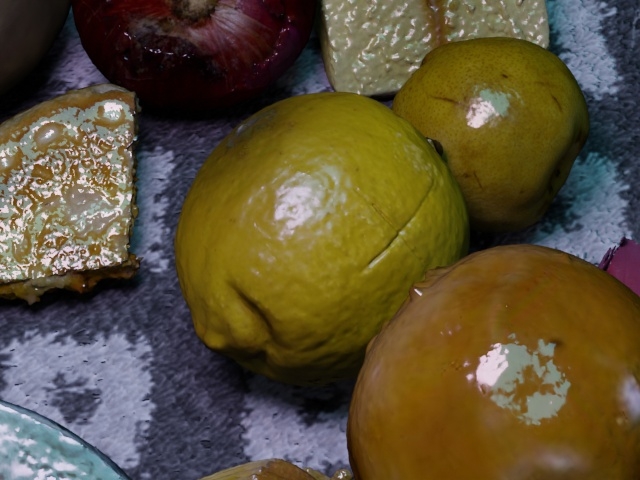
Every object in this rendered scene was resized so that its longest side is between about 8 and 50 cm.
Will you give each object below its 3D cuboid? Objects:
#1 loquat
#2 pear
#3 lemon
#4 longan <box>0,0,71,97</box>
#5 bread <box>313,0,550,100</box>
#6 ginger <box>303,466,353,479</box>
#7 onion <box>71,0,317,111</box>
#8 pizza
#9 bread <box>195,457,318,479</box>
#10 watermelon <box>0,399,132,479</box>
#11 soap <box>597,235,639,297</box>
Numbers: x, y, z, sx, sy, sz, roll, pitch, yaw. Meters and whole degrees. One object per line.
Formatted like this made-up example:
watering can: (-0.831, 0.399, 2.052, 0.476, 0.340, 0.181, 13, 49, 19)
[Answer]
loquat: (0.177, 0.166, 1.732, 0.329, 0.328, 0.328, 0, 52, 0)
pear: (0.174, -0.118, 2.102, 0.209, 0.209, 0.208, 0, 52, 0)
lemon: (0.000, 0.001, 1.966, 0.297, 0.297, 0.297, 0, 52, 0)
longan: (-0.410, -0.304, 2.209, 0.288, 0.288, 0.350, -5, 54, -3)
bread: (0.116, -0.278, 2.309, 0.263, 0.198, 0.236, -10, 86, -5)
ginger: (0.021, 0.286, 1.866, 0.205, 0.081, 0.115, 26, 68, 19)
onion: (-0.140, -0.273, 2.205, 0.276, 0.276, 0.276, 0, 52, 0)
pizza: (-0.287, -0.023, 2.100, 0.226, 0.086, 0.335, 39, 73, 12)
bread: (-0.031, 0.307, 1.704, 0.142, 0.253, 0.227, -19, 42, 21)
watermelon: (-0.302, 0.283, 1.805, 0.387, 0.228, 0.258, 27, 66, 9)
soap: (0.308, 0.116, 1.985, 0.162, 0.099, 0.250, 5, 53, 5)
